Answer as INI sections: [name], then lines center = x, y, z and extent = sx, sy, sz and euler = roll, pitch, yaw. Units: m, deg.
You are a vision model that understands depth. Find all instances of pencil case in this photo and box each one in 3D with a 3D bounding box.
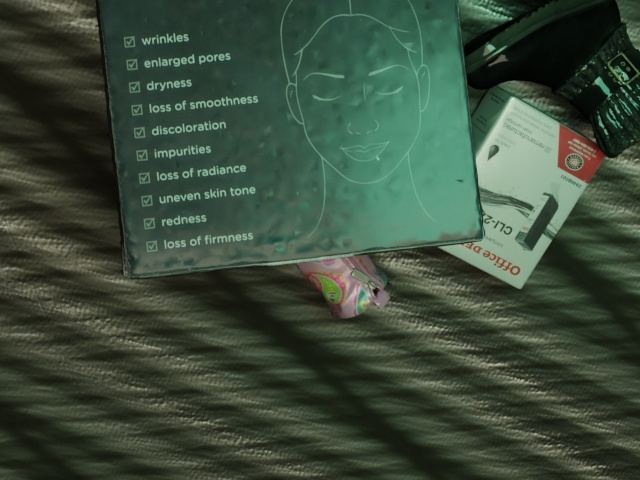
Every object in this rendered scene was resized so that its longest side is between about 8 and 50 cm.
[pencil case]
center = 0.000, 0.000, 1.713
extent = 0.124, 0.124, 0.284
euler = -35, 107, 5

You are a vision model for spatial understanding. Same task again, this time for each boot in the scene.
[boot]
center = 0.379, -0.233, 1.597
extent = 0.348, 0.131, 0.260
euler = -27, 95, -25

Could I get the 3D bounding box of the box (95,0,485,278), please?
[box]
center = -0.052, -0.205, 1.477
extent = 0.480, 0.297, 0.471
euler = -6, 91, -5

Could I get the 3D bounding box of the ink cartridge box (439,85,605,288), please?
[ink cartridge box]
center = 0.304, -0.086, 1.727
extent = 0.197, 0.114, 0.272
euler = 26, 104, -16
